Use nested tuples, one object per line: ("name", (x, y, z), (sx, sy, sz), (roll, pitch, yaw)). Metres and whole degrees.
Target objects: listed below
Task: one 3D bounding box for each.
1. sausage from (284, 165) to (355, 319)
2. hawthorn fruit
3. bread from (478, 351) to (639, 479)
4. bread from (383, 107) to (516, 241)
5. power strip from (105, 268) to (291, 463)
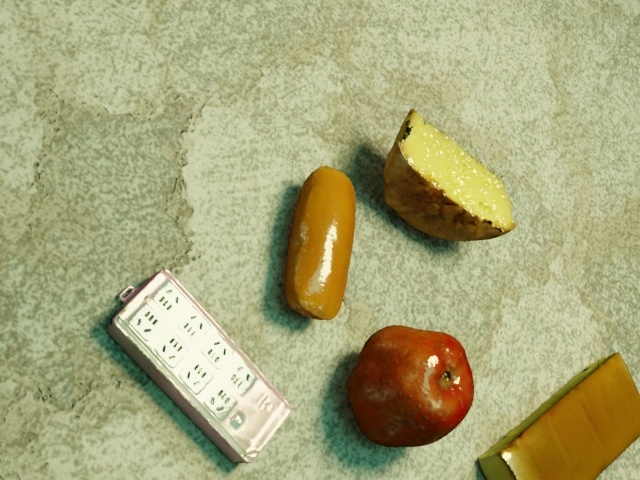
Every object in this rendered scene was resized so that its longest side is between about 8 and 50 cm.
("sausage", (0.000, 0.000, 1.349), (0.098, 0.098, 0.238), (23, 62, -27))
("hawthorn fruit", (0.127, 0.201, 1.305), (0.189, 0.189, 0.189), (14, 64, -31))
("bread", (0.407, 0.321, 1.520), (0.361, 0.077, 0.138), (-26, 87, -39))
("bread", (0.182, -0.081, 1.487), (0.260, 0.134, 0.129), (37, 44, -24))
("power strip", (-0.154, 0.163, 1.204), (0.279, 0.037, 0.109), (49, 51, -10))
